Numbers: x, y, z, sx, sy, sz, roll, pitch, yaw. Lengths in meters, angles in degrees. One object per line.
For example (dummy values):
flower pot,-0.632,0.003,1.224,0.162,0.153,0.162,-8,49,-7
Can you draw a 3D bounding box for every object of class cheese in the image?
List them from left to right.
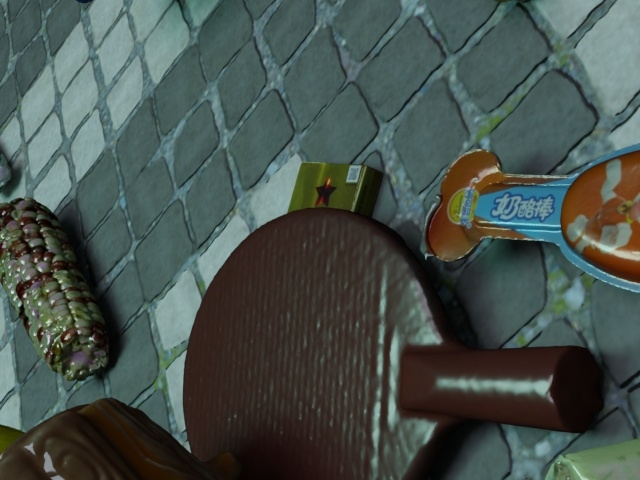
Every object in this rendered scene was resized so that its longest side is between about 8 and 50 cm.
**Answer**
cheese,0.171,-0.019,0.781,0.256,0.037,0.106,4,70,42

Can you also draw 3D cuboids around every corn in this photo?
corn,-0.302,0.048,1.318,0.092,0.092,0.280,-56,40,17

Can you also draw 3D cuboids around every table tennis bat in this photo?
table tennis bat,0.023,0.103,0.906,0.414,0.051,0.268,-6,78,48

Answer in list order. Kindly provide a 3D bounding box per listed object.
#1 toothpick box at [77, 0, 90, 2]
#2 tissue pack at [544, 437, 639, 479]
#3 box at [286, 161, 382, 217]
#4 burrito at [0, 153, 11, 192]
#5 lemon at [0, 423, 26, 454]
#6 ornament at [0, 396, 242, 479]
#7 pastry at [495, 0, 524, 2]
toothpick box,-0.187,-0.414,1.265,0.263,0.263,0.355,31,100,53
tissue pack,0.222,0.151,0.491,0.125,0.234,0.159,92,165,-49
box,0.000,0.000,1.020,0.090,0.023,0.133,6,78,51
burrito,-0.454,-0.109,1.610,0.203,0.064,0.064,35,101,54
lemon,-0.305,0.295,1.044,0.293,0.293,0.293,-26,55,43
ornament,-0.136,0.245,0.855,0.217,0.221,0.235,40,100,23
pastry,0.144,-0.255,0.934,0.087,0.063,0.169,-3,66,41
